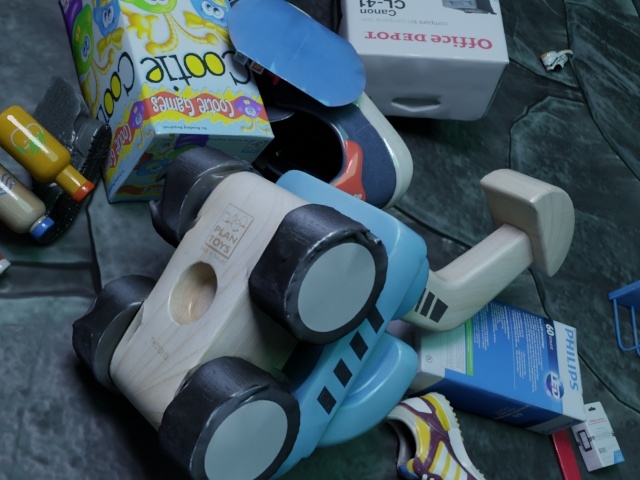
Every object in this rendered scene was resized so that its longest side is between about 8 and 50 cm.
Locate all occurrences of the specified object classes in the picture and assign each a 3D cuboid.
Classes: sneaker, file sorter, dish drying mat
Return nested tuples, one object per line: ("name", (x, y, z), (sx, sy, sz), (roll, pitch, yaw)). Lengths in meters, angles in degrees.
("sneaker", (-0.277, -0.084, 0.857), (0.089, 0.051, 0.170), (21, 74, 14))
("file sorter", (0.550, 0.130, 1.271), (0.170, 0.118, 0.104), (21, 56, -24))
("dish drying mat", (0.321, 0.286, 1.089), (0.032, 0.008, 0.083), (6, 60, -34))
("sneaker", (0.131, 0.266, 0.933), (0.084, 0.069, 0.185), (-13, 65, -30))
("sneaker", (-0.046, -0.166, 0.985), (0.148, 0.131, 0.350), (-19, 58, -39))
("sneaker", (0.436, -0.328, 1.529), (0.083, 0.032, 0.036), (-17, 88, -35))

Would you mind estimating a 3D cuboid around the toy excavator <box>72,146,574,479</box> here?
("toy excavator", (0.048, 0.057, 0.853), (0.445, 0.222, 0.432), (33, 87, -47))

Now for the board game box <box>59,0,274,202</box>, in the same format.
("board game box", (-0.179, -0.197, 0.934), (0.144, 0.142, 0.275), (-4, 66, -37))

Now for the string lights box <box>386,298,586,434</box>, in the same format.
("string lights box", (0.209, 0.146, 1.046), (0.260, 0.077, 0.133), (21, 54, -24))

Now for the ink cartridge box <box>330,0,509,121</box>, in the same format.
("ink cartridge box", (0.132, -0.335, 1.200), (0.226, 0.131, 0.306), (2, 59, -7))

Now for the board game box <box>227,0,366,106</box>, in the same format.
("board game box", (-0.030, -0.203, 0.924), (0.169, 0.033, 0.133), (31, 43, -9))

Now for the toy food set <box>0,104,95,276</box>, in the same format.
("toy food set", (-0.319, -0.004, 0.740), (0.104, 0.111, 0.232), (43, 54, -8))

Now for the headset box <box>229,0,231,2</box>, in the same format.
("headset box", (-0.079, -0.459, 1.111), (0.110, 0.218, 0.293), (25, 51, -22))

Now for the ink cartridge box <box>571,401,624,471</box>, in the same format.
("ink cartridge box", (0.369, 0.263, 1.122), (0.048, 0.028, 0.083), (-1, 65, -36))
